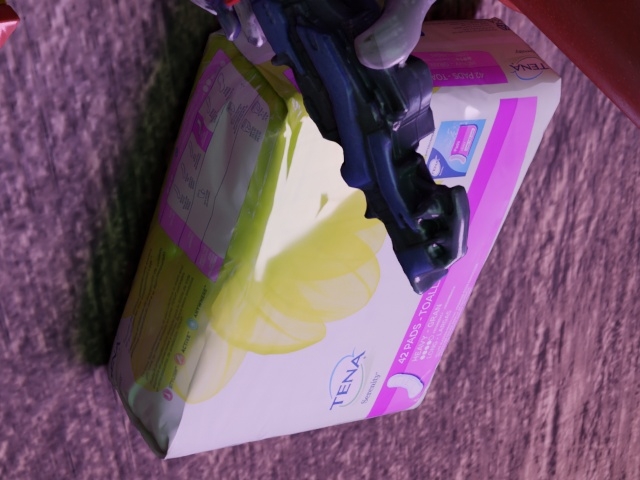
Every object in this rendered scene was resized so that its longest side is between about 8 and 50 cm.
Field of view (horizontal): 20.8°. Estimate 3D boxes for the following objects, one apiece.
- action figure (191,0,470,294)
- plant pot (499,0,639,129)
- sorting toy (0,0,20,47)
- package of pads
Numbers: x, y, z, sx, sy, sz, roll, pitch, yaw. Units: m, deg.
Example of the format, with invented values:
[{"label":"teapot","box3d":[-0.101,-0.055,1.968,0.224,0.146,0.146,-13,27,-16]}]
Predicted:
[{"label":"action figure","box3d":[0.059,-0.161,0.882,0.178,0.330,0.341,-39,112,-51]},{"label":"plant pot","box3d":[0.223,-0.176,0.977,0.272,0.265,0.272,-21,144,-16]},{"label":"sorting toy","box3d":[-0.254,-0.123,0.808,0.257,0.089,0.255,-11,134,-32]},{"label":"package of pads","box3d":[0.000,0.000,1.130,0.229,0.101,0.296,-7,131,-35]}]
